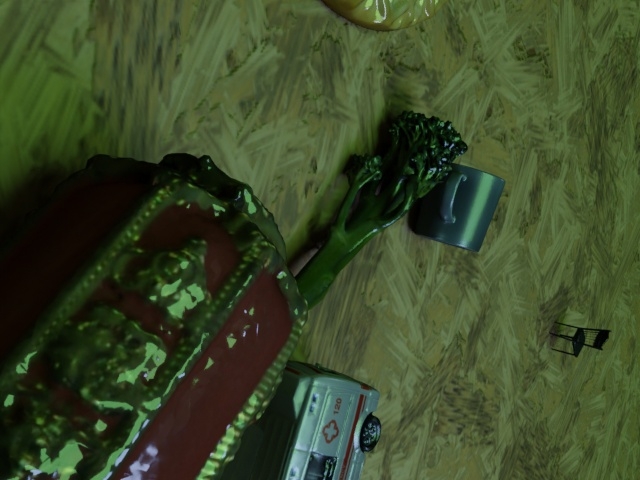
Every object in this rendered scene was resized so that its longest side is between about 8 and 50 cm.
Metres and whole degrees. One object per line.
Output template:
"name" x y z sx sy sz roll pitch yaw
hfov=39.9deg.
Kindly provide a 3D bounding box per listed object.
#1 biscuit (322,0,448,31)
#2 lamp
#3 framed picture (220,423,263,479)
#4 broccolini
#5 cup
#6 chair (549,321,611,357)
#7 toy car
"biscuit" 0.092 -0.313 0.769 0.204 0.040 0.309 34 72 -53
"lamp" -0.125 0.080 0.478 0.274 0.177 0.177 -58 140 -29
"framed picture" -0.103 0.189 0.523 0.023 0.128 0.168 47 26 -14
"broccolini" -0.004 0.001 0.718 0.392 0.074 0.079 -41 172 -39
"cup" 0.133 -0.035 0.873 0.100 0.078 0.077 16 91 -70
"chair" 0.371 0.144 1.254 0.037 0.086 0.042 -52 132 -30
"toy car" -0.027 0.202 0.711 0.108 0.089 0.209 27 75 -54
